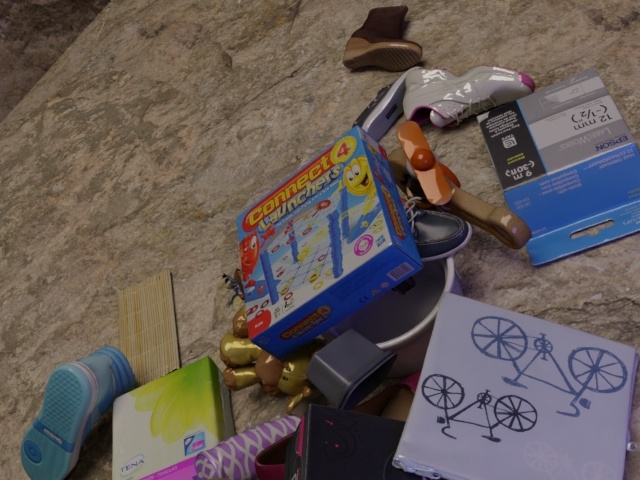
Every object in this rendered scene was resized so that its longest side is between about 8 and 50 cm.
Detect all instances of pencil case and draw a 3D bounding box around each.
[{"bbox_3d":[-0.112,0.362,1.367,0.088,0.206,0.086,-30,76,53],"label":"pencil case"}]

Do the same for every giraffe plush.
[{"bbox_3d":[-0.068,0.223,1.455,0.210,0.181,0.170,-8,18,-13],"label":"giraffe plush"}]

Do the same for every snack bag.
[{"bbox_3d":[0.301,0.245,1.188,0.323,0.037,0.342,16,47,10],"label":"snack bag"}]

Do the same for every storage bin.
[{"bbox_3d":[0.044,0.211,1.305,0.091,0.098,0.135,39,41,21],"label":"storage bin"}]

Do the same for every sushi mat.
[{"bbox_3d":[-0.391,0.202,1.808,0.151,0.019,0.316,-26,43,8],"label":"sushi mat"}]

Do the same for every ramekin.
[{"bbox_3d":[0.131,0.115,1.472,0.277,0.135,0.277,-17,44,18],"label":"ramekin"}]

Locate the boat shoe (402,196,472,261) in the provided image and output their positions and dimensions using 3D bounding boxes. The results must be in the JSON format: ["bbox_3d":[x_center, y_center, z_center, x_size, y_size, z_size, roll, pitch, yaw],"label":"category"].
[{"bbox_3d":[0.141,-0.024,1.431,0.254,0.079,0.095,4,56,36],"label":"boat shoe"}]

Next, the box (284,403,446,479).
[{"bbox_3d":[0.090,0.361,1.167,0.270,0.143,0.165,12,47,-10],"label":"box"}]

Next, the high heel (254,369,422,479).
[{"bbox_3d":[0.075,0.298,1.305,0.377,0.181,0.127,-41,43,-7],"label":"high heel"}]

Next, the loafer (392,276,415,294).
[{"bbox_3d":[0.074,0.064,1.405,0.220,0.080,0.078,15,72,50],"label":"loafer"}]

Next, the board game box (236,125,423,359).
[{"bbox_3d":[0.000,0.000,1.394,0.308,0.086,0.302,-36,41,22],"label":"board game box"}]

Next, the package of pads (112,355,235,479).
[{"bbox_3d":[-0.277,0.389,1.506,0.229,0.101,0.296,-24,42,9],"label":"package of pads"}]

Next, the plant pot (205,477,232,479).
[{"bbox_3d":[-0.206,0.545,1.227,0.254,0.276,0.276,-34,41,19],"label":"plant pot"}]

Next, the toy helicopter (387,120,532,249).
[{"bbox_3d":[0.248,-0.088,1.508,0.140,0.235,0.355,-44,43,-11],"label":"toy helicopter"}]

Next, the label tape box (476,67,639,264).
[{"bbox_3d":[0.461,-0.144,1.517,0.249,0.115,0.347,-21,42,15],"label":"label tape box"}]

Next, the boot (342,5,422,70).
[{"bbox_3d":[0.182,-0.533,2.062,0.248,0.090,0.207,6,58,40],"label":"boot"}]

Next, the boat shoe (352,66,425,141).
[{"bbox_3d":[0.160,-0.328,1.907,0.076,0.080,0.228,30,79,44],"label":"boat shoe"}]

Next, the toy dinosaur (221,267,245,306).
[{"bbox_3d":[-0.181,0.099,1.756,0.082,0.047,0.090,30,60,26],"label":"toy dinosaur"}]

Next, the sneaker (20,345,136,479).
[{"bbox_3d":[-0.480,0.353,1.649,0.127,0.208,0.319,37,116,12],"label":"sneaker"}]

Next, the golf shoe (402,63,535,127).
[{"bbox_3d":[0.320,-0.308,1.776,0.306,0.115,0.140,5,72,36],"label":"golf shoe"}]
